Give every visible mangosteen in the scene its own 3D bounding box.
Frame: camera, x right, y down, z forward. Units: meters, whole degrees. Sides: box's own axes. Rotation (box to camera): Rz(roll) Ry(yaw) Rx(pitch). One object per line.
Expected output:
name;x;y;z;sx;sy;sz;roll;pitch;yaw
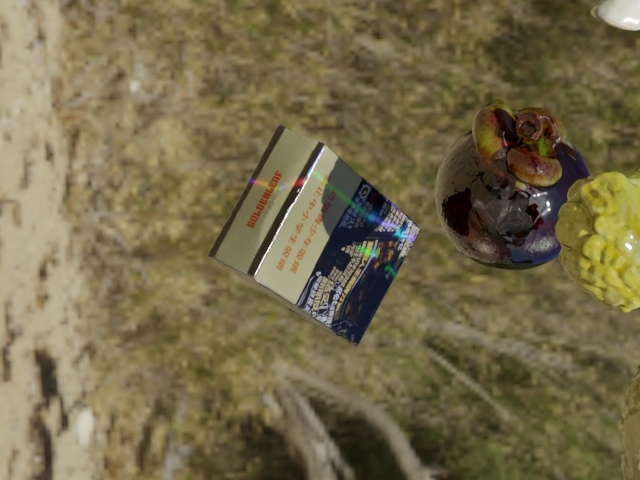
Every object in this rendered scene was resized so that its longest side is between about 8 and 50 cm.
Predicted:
mangosteen;0.274;-0.083;1.983;0.265;0.228;0.228;98;-14;-51

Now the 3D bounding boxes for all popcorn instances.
popcorn;0.338;-0.010;1.545;0.142;0.173;0.173;108;-23;-70

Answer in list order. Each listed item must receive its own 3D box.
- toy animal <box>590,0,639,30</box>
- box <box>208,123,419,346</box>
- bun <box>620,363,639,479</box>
toy animal;0.484;-0.366;1.701;0.241;0.367;0.196;94;-16;-83
box;0.000;0.000;1.901;0.198;0.084;0.310;-62;146;-7
bun;0.458;0.228;1.587;0.152;0.259;0.259;-2;-88;49
